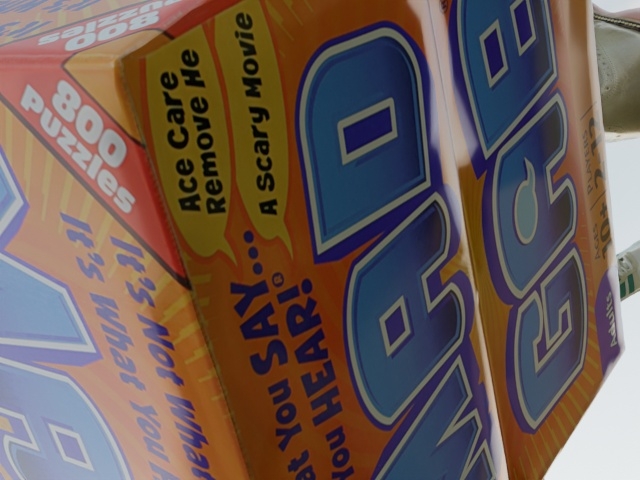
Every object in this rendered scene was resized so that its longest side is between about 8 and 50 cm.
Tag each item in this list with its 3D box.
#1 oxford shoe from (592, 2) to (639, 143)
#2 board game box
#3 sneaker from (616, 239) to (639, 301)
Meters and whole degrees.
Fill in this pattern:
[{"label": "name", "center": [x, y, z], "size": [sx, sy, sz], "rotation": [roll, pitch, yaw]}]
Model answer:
[{"label": "oxford shoe", "center": [0.226, -0.175, 1.061], "size": [0.146, 0.397, 0.140], "rotation": [-20, -76, -13]}, {"label": "board game box", "center": [-0.066, -0.011, 0.609], "size": [0.356, 0.357, 0.356], "rotation": [-41, -52, -42]}, {"label": "sneaker", "center": [0.410, 0.055, 1.442], "size": [0.075, 0.057, 0.161], "rotation": [3, -39, -46]}]
